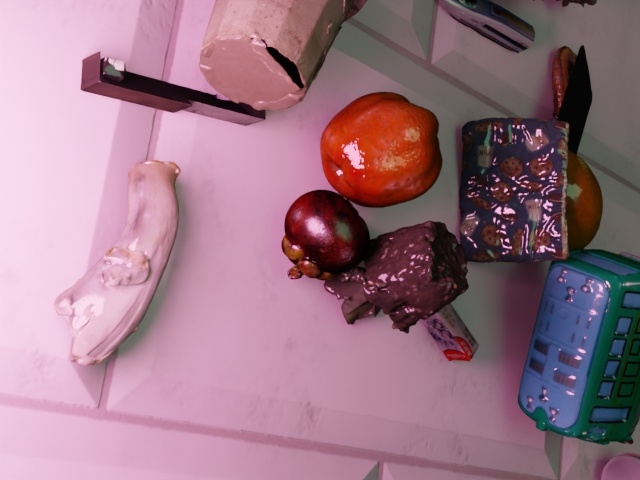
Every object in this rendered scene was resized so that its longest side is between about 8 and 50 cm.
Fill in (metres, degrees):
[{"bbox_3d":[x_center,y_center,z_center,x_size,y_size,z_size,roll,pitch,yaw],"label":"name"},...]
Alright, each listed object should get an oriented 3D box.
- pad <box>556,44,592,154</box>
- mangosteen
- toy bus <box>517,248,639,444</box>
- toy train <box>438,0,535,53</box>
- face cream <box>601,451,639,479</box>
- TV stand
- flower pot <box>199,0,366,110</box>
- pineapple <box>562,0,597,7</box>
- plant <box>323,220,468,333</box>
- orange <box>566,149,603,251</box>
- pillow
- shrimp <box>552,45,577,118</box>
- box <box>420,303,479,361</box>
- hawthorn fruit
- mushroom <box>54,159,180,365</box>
[{"bbox_3d":[0.507,-0.244,1.803,0.181,0.004,0.267,57,49,-49],"label":"pad"},{"bbox_3d":[0.000,0.000,1.281,0.140,0.140,0.140,6,82,-42],"label":"mangosteen"},{"bbox_3d":[0.479,0.190,1.593,0.199,0.183,0.343,3,103,-37],"label":"toy bus"},{"bbox_3d":[0.302,-0.413,1.646,0.252,0.048,0.055,15,73,-41],"label":"toy train"},{"bbox_3d":[0.629,0.487,1.803,0.104,0.117,0.117,23,70,-46],"label":"face cream"},{"bbox_3d":[-0.185,-0.192,1.171,0.256,0.049,0.040,8,79,-42],"label":"TV stand"},{"bbox_3d":[-0.053,-0.289,1.176,0.212,0.212,0.202,36,56,-34],"label":"flower pot"},{"bbox_3d":[0.441,-0.535,1.698,0.362,0.202,0.202,8,80,-49],"label":"pineapple"},{"bbox_3d":[0.112,0.058,1.327,0.142,0.203,0.131,33,50,-27],"label":"plant"},{"bbox_3d":[0.433,-0.080,1.656,0.237,0.158,0.179,49,39,-26],"label":"orange"},{"bbox_3d":[0.335,-0.088,1.558,0.034,0.189,0.255,17,74,-73],"label":"pillow"},{"bbox_3d":[0.508,-0.306,1.839,0.124,0.034,0.178,13,75,-48],"label":"shrimp"},{"bbox_3d":[0.186,0.112,1.477,0.218,0.055,0.039,53,56,-24],"label":"box"},{"bbox_3d":[0.090,-0.134,1.338,0.189,0.189,0.189,6,82,-42],"label":"hawthorn fruit"},{"bbox_3d":[-0.232,0.023,1.080,0.099,0.096,0.278,64,43,-58],"label":"mushroom"}]
